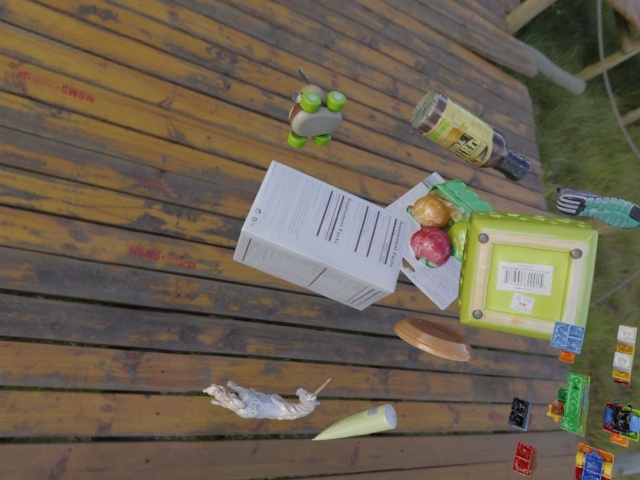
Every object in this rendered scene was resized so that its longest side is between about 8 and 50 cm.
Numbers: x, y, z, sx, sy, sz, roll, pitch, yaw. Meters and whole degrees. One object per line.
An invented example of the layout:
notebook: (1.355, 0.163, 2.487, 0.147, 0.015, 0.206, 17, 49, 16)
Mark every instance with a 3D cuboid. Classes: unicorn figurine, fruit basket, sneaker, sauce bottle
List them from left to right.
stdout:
unicorn figurine: (-0.079, 0.234, 0.592, 0.162, 0.111, 0.060, 8, 80, -48)
fruit basket: (0.345, -0.011, 1.204, 0.353, 0.165, 0.327, -38, 71, -20)
sauce bottle: (0.403, -0.262, 1.071, 0.345, 0.111, 0.111, 25, 65, -16)
sneaker: (0.783, -0.106, 1.143, 0.224, 0.083, 0.098, 17, 43, 10)

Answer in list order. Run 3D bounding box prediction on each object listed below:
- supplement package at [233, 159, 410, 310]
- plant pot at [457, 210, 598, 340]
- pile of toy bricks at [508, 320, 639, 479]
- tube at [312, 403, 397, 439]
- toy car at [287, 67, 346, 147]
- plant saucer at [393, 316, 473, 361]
supplement package: (0.000, 0.000, 0.673, 0.244, 0.139, 0.133, 23, 64, -9)
plant pot: (0.377, 0.062, 0.764, 0.207, 0.228, 0.227, -7, 104, -66)
pile of toy bricks: (0.304, 0.203, 0.485, 0.105, 0.118, 0.212, 42, 64, -45)
tube: (0.093, 0.503, 1.111, 0.070, 0.240, 0.062, 44, 33, -29)
toy car: (-0.038, -0.378, 1.123, 0.149, 0.155, 0.188, -12, 62, -28)
plant saucer: (0.285, 0.240, 1.025, 0.200, 0.200, 0.037, 13, 97, -26)
